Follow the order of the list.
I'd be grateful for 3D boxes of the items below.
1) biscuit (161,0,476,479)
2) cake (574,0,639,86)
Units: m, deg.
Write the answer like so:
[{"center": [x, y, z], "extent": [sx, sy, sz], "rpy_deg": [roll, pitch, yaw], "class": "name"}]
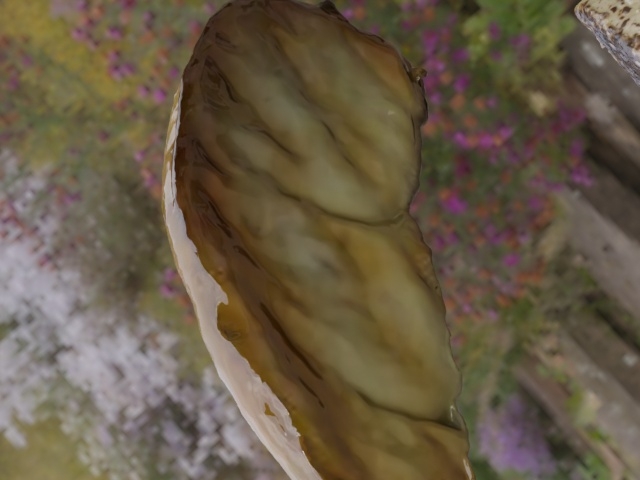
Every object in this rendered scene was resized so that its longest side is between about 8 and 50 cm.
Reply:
[{"center": [-0.004, 0.000, 0.790], "extent": [0.154, 0.045, 0.299], "rpy_deg": [15, -130, -23], "class": "biscuit"}, {"center": [0.314, -0.141, 1.324], "extent": [0.246, 0.112, 0.135], "rpy_deg": [41, -173, -38], "class": "cake"}]
